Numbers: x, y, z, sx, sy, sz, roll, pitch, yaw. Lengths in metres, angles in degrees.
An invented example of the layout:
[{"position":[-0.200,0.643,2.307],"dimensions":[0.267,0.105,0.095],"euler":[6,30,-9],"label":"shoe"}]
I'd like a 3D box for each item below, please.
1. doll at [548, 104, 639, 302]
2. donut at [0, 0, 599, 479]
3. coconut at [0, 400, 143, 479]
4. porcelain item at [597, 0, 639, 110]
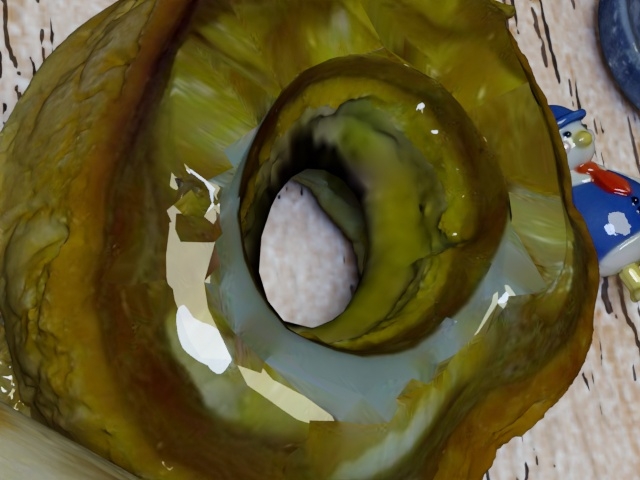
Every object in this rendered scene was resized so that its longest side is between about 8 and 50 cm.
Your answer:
[{"position":[0.163,-0.029,0.769],"dimensions":[0.099,0.057,0.143],"euler":[-24,77,-34],"label":"doll"},{"position":[0.000,0.000,0.624],"dimensions":[0.330,0.160,0.330],"euler":[8,74,-30],"label":"donut"},{"position":[-0.132,0.208,0.427],"dimensions":[0.323,0.323,0.323],"euler":[8,69,-21],"label":"coconut"},{"position":[0.261,-0.143,0.815],"dimensions":[0.147,0.114,0.147],"euler":[7,71,-20],"label":"porcelain item"}]
